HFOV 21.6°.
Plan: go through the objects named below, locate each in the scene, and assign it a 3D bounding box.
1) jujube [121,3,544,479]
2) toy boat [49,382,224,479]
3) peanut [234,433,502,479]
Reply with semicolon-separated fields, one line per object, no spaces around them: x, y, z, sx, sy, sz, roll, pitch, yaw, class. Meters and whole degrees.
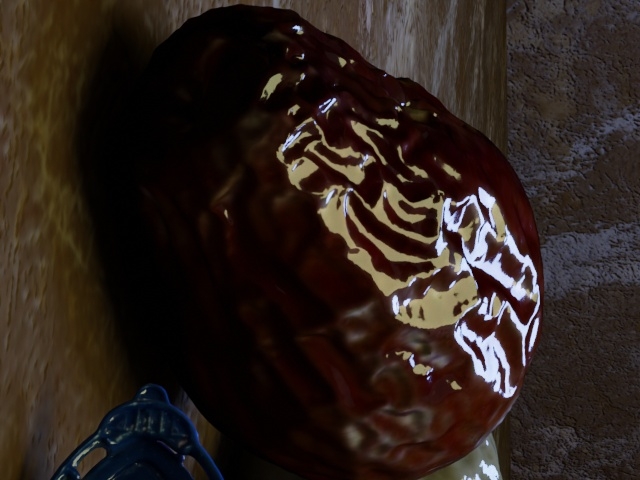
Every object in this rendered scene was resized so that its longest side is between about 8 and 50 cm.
0.000;0.000;0.664;0.236;0.168;0.168;51;39;-52;jujube
-0.056;0.116;0.496;0.110;0.091;0.175;107;-12;-57;toy boat
0.017;0.198;0.814;0.159;0.143;0.291;138;-44;-61;peanut
